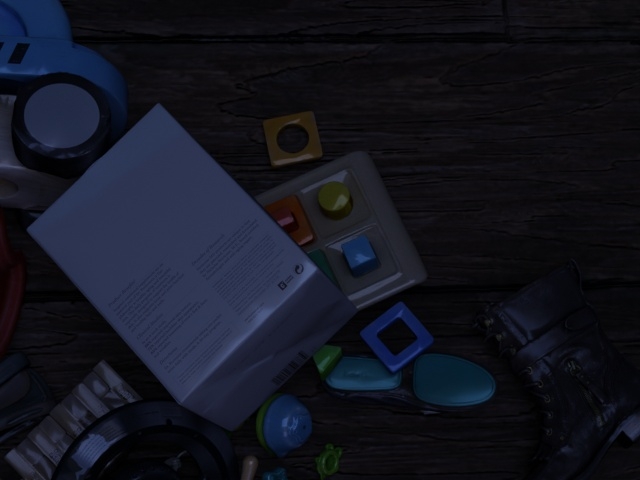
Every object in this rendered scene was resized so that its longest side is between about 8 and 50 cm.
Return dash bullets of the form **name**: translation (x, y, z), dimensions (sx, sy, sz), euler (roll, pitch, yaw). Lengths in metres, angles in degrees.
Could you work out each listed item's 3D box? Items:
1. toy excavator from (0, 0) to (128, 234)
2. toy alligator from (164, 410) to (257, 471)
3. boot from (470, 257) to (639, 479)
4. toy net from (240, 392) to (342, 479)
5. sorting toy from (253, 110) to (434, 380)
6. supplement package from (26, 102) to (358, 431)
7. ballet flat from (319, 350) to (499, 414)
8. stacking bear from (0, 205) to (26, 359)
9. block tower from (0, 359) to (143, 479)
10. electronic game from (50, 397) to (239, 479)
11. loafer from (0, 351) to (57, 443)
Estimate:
- **toy excavator**: translation (-0.430, -0.245, 1.925), dimensions (0.432, 0.222, 0.445), euler (4, 64, -6)
- **toy alligator**: translation (-0.108, 0.203, 1.916), dimensions (0.190, 0.056, 0.051), euler (-52, 130, -7)
- **boot**: translation (0.251, 0.171, 1.946), dimensions (0.263, 0.091, 0.229), euler (-36, 77, -16)
- **toy net**: translation (-0.067, 0.279, 1.863), dimensions (0.232, 0.045, 0.122), euler (-50, 127, -33)
- **sorting toy**: translation (0.000, 0.000, 1.936), dimensions (0.196, 0.047, 0.348), euler (-23, 69, -5)
- **supplement package**: translation (-0.133, 0.033, 1.827), dimensions (0.199, 0.198, 0.263), euler (-44, 70, -1)
- **ballet flat**: translation (0.101, 0.162, 1.928), dimensions (0.203, 0.074, 0.074), euler (4, 77, 6)
- **stacking bear**: translation (-0.491, 0.051, 1.860), dimensions (0.289, 0.175, 0.164), euler (3, 62, 6)
- **block tower**: translation (-0.324, 0.285, 1.851), dimensions (0.091, 0.097, 0.335), euler (44, 79, 5)
- **electronic game**: translation (-0.190, 0.281, 1.834), dimensions (0.229, 0.048, 0.229), euler (-10, 109, -30)
- **loafer**: translation (-0.406, 0.235, 1.856), dimensions (0.267, 0.096, 0.084), euler (-42, 90, -15)
